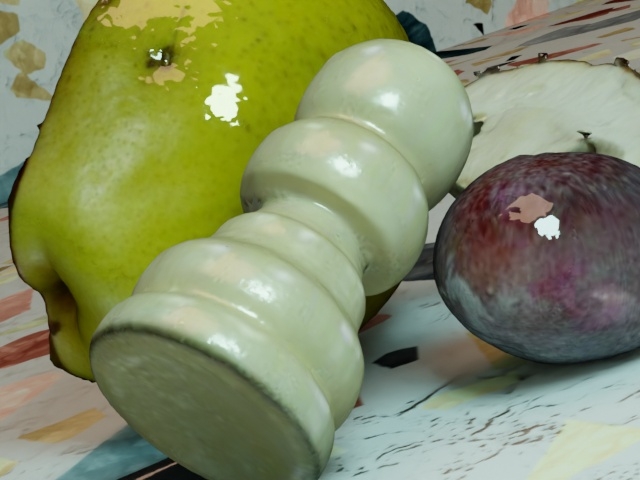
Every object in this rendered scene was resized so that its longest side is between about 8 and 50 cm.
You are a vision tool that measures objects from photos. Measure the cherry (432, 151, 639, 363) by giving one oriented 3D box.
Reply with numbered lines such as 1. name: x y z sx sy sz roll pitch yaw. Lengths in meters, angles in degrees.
1. cherry: 0.151 0.010 1.140 0.176 0.140 0.176 6 -9 1

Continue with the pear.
1. pear: -0.033 -0.049 1.291 0.191 0.340 0.386 10 46 31

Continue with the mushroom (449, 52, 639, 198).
1. mushroom: 0.199 -0.040 1.339 0.156 0.151 0.286 -41 26 -10

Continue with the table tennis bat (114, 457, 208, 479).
1. table tennis bat: -0.180 0.183 1.091 0.236 0.027 0.150 -20 11 -13

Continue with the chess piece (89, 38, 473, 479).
1. chess piece: 0.000 0.000 1.098 0.167 0.167 0.299 -5 42 47
